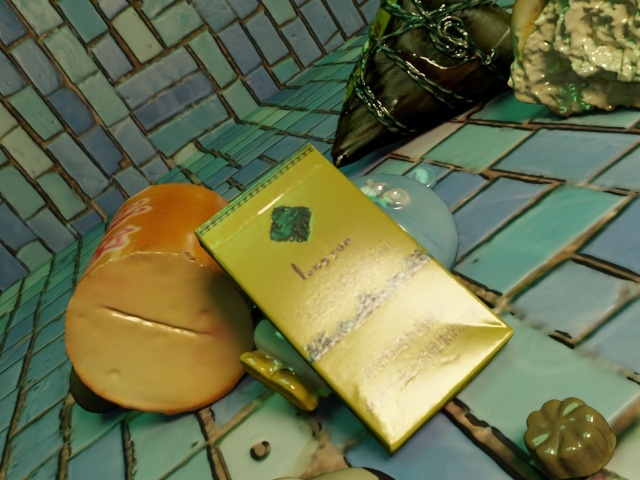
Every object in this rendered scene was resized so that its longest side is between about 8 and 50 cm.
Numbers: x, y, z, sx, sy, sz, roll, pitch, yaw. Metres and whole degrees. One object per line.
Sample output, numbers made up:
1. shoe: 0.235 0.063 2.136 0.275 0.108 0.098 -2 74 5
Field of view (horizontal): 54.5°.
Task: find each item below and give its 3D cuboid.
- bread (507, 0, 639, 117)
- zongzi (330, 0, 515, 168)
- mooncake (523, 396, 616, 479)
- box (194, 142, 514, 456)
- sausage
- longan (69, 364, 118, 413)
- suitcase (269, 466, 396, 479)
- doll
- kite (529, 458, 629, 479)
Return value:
1. bread: 0.409 -0.314 0.792 0.270 0.211 0.316 -41 26 -19
2. zongzi: 0.175 -0.337 1.169 0.383 0.319 0.362 -44 17 29
3. mooncake: 0.265 0.050 0.348 0.346 0.057 0.150 -51 21 16
4. box: 0.025 0.042 0.585 0.153 0.279 0.041 -40 -22 -13
5. sausage: -0.204 0.064 0.856 0.233 0.233 0.287 -32 21 7
6. longan: -0.317 0.204 0.921 0.106 0.106 0.119 -48 -14 -29
7. suitcase: -0.091 0.246 0.308 0.352 0.194 0.339 -29 -4 26
8. doll: 0.041 0.034 0.687 0.177 0.141 0.314 24 64 30
9. kite: 0.231 0.169 0.316 0.335 0.011 0.314 -44 24 -23
